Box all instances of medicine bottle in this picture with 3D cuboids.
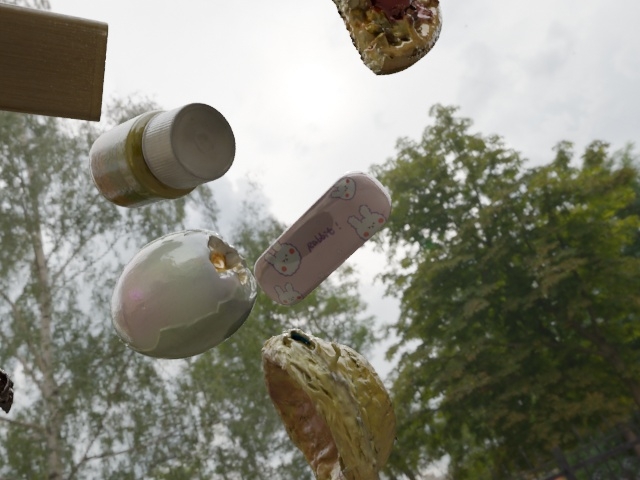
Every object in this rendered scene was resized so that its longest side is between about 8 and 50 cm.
[{"bbox_3d":[-0.398,-0.209,1.599,0.385,0.224,0.224,-8,-9,44],"label":"medicine bottle"}]

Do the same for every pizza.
[{"bbox_3d":[0.114,-0.584,1.461,0.130,0.406,0.439,-38,13,40],"label":"pizza"}]

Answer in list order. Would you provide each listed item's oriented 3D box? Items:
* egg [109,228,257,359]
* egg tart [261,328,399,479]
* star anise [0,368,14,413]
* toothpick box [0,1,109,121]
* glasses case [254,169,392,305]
[{"bbox_3d":[-0.211,0.087,0.939,0.217,0.183,0.183,-35,-28,11],"label":"egg"},{"bbox_3d":[0.026,0.335,1.258,0.169,0.387,0.387,-22,-25,-24],"label":"egg tart"},{"bbox_3d":[-0.523,0.163,0.925,0.073,0.177,0.233,-51,-38,-31],"label":"star anise"},{"bbox_3d":[-0.482,-0.275,0.946,0.308,0.190,0.187,4,-76,-22],"label":"toothpick box"},{"bbox_3d":[0.000,0.000,1.128,0.297,0.113,0.075,-44,1,23],"label":"glasses case"}]
